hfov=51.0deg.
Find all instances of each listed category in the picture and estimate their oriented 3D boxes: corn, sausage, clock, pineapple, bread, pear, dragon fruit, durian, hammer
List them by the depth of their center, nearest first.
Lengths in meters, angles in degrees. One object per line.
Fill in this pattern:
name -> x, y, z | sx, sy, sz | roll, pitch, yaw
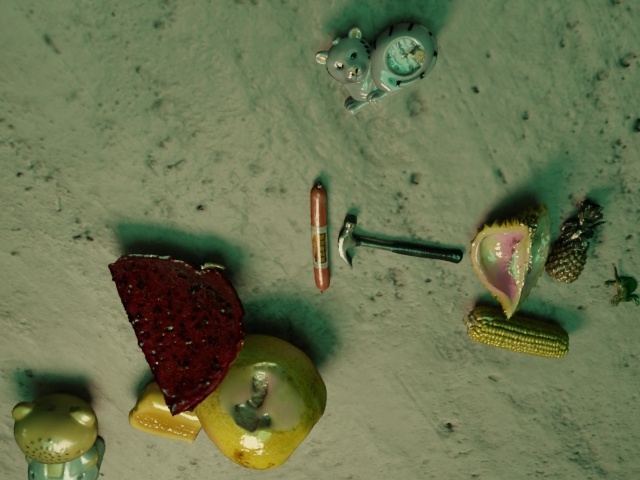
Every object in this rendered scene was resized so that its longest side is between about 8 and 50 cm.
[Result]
clock -> 0.091, -0.288, 1.048 | 0.176, 0.080, 0.117 | -25, 120, 18
durian -> 0.363, 0.027, 1.232 | 0.165, 0.132, 0.182 | -28, 116, 9
pineapple -> 0.480, 0.001, 1.254 | 0.074, 0.074, 0.160 | 13, 115, -8
sausage -> 0.000, 0.000, 1.273 | 0.034, 0.034, 0.253 | -2, 125, 2
hammer -> 0.153, 0.020, 1.290 | 0.246, 0.029, 0.103 | 10, 123, -8
dragon fruit -> -0.251, 0.156, 1.302 | 0.204, 0.152, 0.317 | -23, 83, -10
pear -> -0.126, 0.319, 1.360 | 0.270, 0.271, 0.271 | 0, 124, 0
corn -> 0.401, 0.190, 1.372 | 0.238, 0.080, 0.080 | 17, 123, -11
bread -> -0.331, 0.378, 1.499 | 0.173, 0.085, 0.134 | 23, 124, -16

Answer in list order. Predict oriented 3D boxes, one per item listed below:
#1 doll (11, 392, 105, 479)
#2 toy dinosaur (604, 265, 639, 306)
doll -> -0.586, 0.453, 1.506 | 0.176, 0.162, 0.261 | 7, 126, -3
toy dinosaur -> 0.604, 0.090, 1.341 | 0.060, 0.029, 0.120 | -27, 116, -1
